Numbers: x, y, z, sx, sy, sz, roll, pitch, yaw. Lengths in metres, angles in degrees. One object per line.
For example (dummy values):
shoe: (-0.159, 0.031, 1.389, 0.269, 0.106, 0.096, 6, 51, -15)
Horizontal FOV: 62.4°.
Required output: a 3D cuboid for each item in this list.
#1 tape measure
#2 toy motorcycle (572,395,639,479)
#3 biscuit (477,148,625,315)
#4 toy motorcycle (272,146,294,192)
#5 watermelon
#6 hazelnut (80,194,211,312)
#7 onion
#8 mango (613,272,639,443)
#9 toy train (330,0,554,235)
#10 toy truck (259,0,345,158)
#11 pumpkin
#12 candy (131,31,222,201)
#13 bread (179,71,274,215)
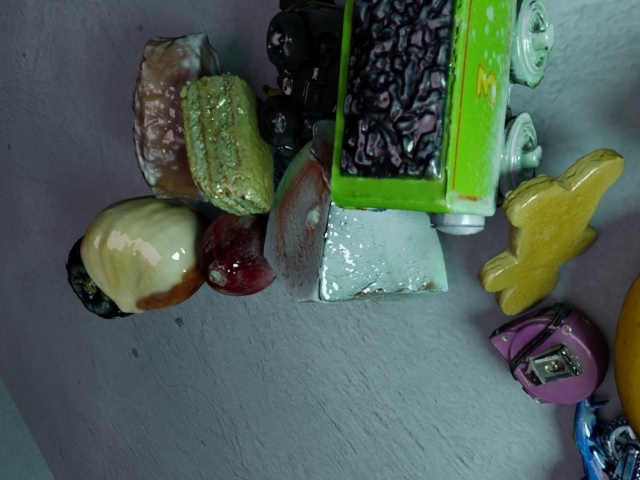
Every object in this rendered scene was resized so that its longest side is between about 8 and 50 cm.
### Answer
tape measure: (0.289, 0.145, 0.663, 0.118, 0.074, 0.125, 57, 134, 11)
toy motorcycle: (0.358, 0.324, 0.653, 0.135, 0.092, 0.255, 6, 99, 50)
biscuit: (0.250, 0.004, 0.604, 0.240, 0.158, 0.035, 87, 160, -48)
toy motorcycle: (-0.087, -0.126, 0.914, 0.205, 0.076, 0.114, 17, 123, 35)
watermelon: (0.000, 0.000, 0.761, 0.289, 0.214, 0.320, -10, 125, 37)
hazelnut: (-0.334, 0.027, 1.045, 0.261, 0.261, 0.241, 25, 96, 34)
onion: (-0.151, 0.031, 0.936, 0.159, 0.195, 0.160, 6, 110, 18)
mango: (0.393, 0.130, 0.516, 0.191, 0.159, 0.291, -13, 90, 52)
toy train: (0.133, -0.160, 0.571, 0.173, 0.248, 0.307, 8, 94, 39)
toy truck: (-0.025, -0.244, 0.784, 0.165, 0.147, 0.224, 49, 135, 48)
pumpkin: (-0.505, 0.079, 1.283, 0.233, 0.163, 0.233, 15, 121, 28)
candy: (-0.246, -0.211, 0.926, 0.214, 0.157, 0.290, -108, 19, -72)
bread: (-0.133, -0.134, 0.787, 0.102, 0.138, 0.196, -12, 80, 13)
